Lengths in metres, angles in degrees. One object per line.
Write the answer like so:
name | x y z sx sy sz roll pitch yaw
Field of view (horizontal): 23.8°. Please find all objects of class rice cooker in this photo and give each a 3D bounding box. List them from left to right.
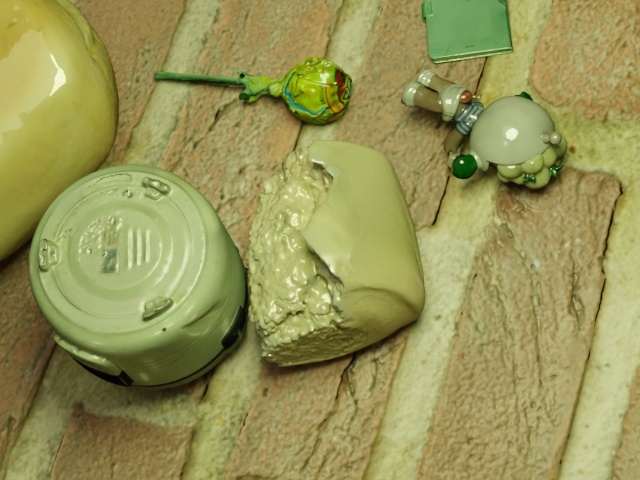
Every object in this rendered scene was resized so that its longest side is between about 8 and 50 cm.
rice cooker | -0.196 0.046 1.649 0.226 0.244 0.226 -2 74 7

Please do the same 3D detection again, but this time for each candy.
candy | -0.085 -0.187 1.819 0.262 0.073 0.077 8 93 25

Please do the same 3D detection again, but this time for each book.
book | 0.171 -0.277 1.803 0.103 0.017 0.135 -7 68 10

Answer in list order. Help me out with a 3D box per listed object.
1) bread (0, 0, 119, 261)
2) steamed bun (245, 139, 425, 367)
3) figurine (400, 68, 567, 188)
bread | -0.425 -0.147 1.784 0.348 0.253 0.376 41 86 20
steamed bun | 0.000 0.000 1.657 0.200 0.170 0.225 -17 65 10
figurine | 0.185 -0.125 1.703 0.197 0.093 0.147 24 55 30
